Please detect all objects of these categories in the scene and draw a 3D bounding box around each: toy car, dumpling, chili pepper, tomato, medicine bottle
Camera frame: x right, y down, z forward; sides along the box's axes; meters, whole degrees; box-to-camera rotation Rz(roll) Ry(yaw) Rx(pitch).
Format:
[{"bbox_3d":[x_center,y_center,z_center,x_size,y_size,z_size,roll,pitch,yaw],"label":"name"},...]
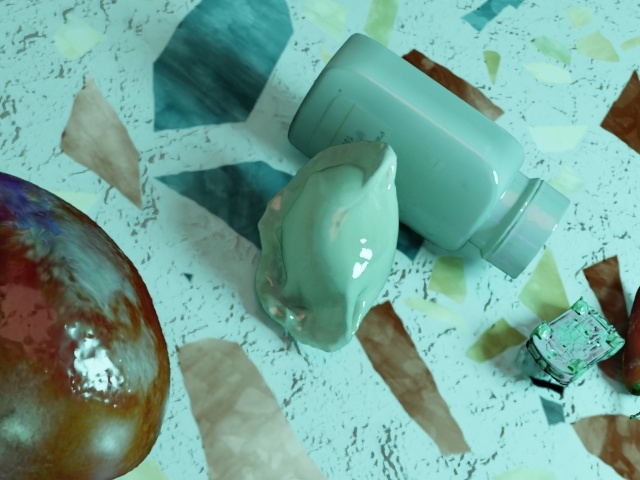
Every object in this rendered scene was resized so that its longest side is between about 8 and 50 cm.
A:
[{"bbox_3d":[0.270,0.113,1.696,0.069,0.055,0.142,47,39,16],"label":"toy car"},{"bbox_3d":[0.000,0.000,1.622,0.151,0.124,0.229,5,69,27],"label":"dumpling"},{"bbox_3d":[0.359,0.117,1.734,0.059,0.050,0.191,51,39,-42],"label":"chili pepper"},{"bbox_3d":[-0.253,0.049,1.389,0.290,0.176,0.335,5,41,-42],"label":"tomato"},{"bbox_3d":[0.118,-0.085,1.697,0.296,0.161,0.111,35,52,4],"label":"medicine bottle"}]
